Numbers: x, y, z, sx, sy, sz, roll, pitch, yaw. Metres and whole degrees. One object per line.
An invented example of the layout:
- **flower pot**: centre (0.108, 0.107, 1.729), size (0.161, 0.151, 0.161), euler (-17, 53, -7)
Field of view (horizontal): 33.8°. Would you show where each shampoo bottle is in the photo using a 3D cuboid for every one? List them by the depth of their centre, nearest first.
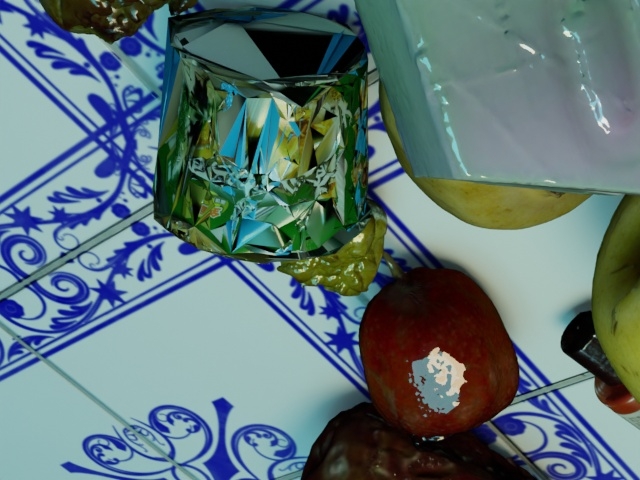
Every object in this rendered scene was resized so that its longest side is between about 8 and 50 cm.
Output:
- **shampoo bottle**: centre (0.401, 0.177, 1.242), size (0.278, 0.104, 0.104), euler (35, 131, -17)

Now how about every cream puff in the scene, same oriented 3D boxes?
- **cream puff**: centre (0.000, 0.000, 1.154), size (0.146, 0.146, 0.116), euler (9, 99, 7)

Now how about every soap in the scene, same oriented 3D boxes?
- **soap**: centre (0.266, -0.175, 0.779), size (0.446, 0.156, 0.261), euler (-21, 100, -7)

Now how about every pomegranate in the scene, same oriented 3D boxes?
- **pomegranate**: centre (0.166, -0.125, 0.957), size (0.233, 0.233, 0.233), euler (8, 134, 8)

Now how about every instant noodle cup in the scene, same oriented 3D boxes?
- **instant noodle cup**: centre (-0.052, -0.114, 1.026), size (0.240, 0.240, 0.178), euler (10, 124, 6)

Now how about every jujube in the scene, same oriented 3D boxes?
- **jujube**: centre (0.153, 0.378, 1.395), size (0.377, 0.276, 0.276), euler (23, 134, -8)

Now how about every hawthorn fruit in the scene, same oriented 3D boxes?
- **hawthorn fruit**: centre (0.129, 0.115, 1.226), size (0.190, 0.189, 0.251), euler (-10, 109, 24)

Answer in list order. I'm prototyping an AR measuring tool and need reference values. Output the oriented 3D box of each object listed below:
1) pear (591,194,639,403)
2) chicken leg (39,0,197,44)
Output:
- **pear**: centre (0.424, 0.042, 0.953), size (0.348, 0.348, 0.348), euler (8, 134, 8)
- **chicken leg**: centre (-0.167, -0.313, 0.916), size (0.211, 0.140, 0.361), euler (31, 137, -3)
